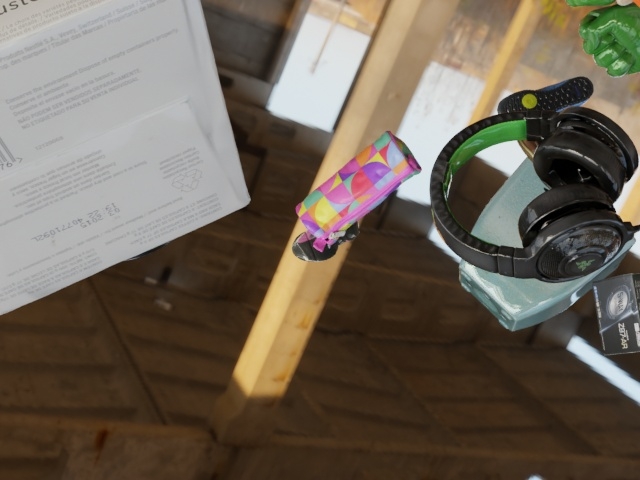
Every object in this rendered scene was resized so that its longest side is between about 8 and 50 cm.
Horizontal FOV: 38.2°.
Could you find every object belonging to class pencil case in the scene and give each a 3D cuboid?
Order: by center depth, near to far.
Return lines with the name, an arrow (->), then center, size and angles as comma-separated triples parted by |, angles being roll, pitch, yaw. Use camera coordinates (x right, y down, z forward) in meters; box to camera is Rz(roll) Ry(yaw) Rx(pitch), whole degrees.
pencil case -> 0.067, -0.087, 1.641 | 0.104, 0.236, 0.104 | 45, -167, -13

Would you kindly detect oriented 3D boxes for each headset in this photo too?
headset -> 0.343, -0.041, 1.222 | 0.394, 0.243, 0.185 | 7, 149, 19

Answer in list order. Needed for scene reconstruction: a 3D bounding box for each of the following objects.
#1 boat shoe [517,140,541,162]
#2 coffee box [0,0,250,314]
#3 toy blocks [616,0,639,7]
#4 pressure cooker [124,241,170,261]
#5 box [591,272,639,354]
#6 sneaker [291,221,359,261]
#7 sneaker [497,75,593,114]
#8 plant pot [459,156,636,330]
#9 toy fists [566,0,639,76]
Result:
boat shoe -> 0.368, -0.165, 1.539 | 0.064, 0.060, 0.178 | 49, -159, -6
coffee box -> -0.306, -0.184, 0.952 | 0.338, 0.338, 0.334 | 79, 164, -56
toy blocks -> 0.382, -0.294, 1.002 | 0.148, 0.123, 0.054 | 50, -158, 26
pressure cooker -> -0.433, -0.191, 1.744 | 0.370, 0.375, 0.420 | 24, -168, -35
box -> 0.328, 0.080, 1.000 | 0.018, 0.083, 0.067 | -3, 172, -23
sneaker -> 0.000, 0.000, 1.825 | 0.077, 0.072, 0.178 | -13, -174, 42
sneaker -> 0.472, -0.290, 1.960 | 0.209, 0.069, 0.082 | -16, 175, -3
plant pot -> 0.399, 0.030, 1.755 | 0.248, 0.252, 0.247 | 45, 177, 16
toy fists -> 0.502, -0.414, 1.611 | 0.142, 0.279, 0.096 | -14, -153, 33
